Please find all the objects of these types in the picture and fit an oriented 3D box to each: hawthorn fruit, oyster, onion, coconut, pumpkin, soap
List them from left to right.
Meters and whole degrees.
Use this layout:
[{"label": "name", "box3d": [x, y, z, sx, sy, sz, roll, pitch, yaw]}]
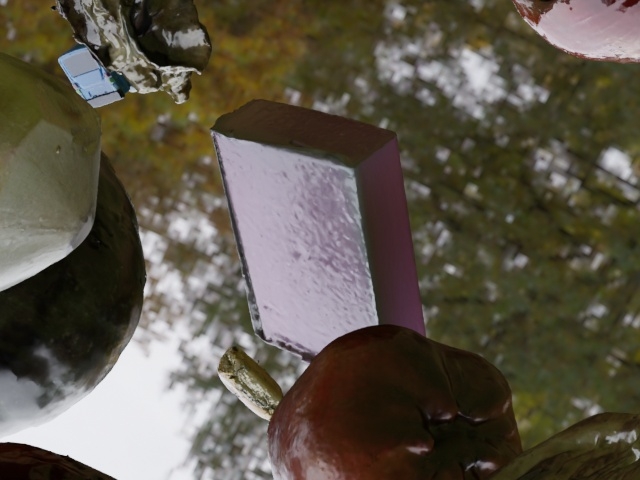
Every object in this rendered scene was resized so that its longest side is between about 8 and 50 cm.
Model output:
[{"label": "pumpkin", "box3d": [-0.433, 0.036, 1.909, 0.454, 0.454, 0.344, 35, 170, 19]}, {"label": "coconut", "box3d": [-0.306, -0.066, 1.461, 0.241, 0.241, 0.241, 22, -156, -10]}, {"label": "oyster", "box3d": [-0.197, -0.272, 1.647, 0.096, 0.361, 0.221, 16, -137, 30]}, {"label": "soap", "box3d": [0.001, -0.001, 1.517, 0.181, 0.259, 0.081, 15, -140, 36]}, {"label": "hawthorn fruit", "box3d": [0.051, 0.191, 1.410, 0.224, 0.261, 0.224, 12, -111, -34]}, {"label": "onion", "box3d": [0.415, -0.388, 1.985, 0.341, 0.341, 0.341, 22, -156, -10]}]

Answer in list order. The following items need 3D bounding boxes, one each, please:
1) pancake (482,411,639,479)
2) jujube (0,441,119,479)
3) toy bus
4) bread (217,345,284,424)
[{"label": "pancake", "box3d": [0.145, 0.175, 1.013, 0.029, 0.212, 0.235, 56, -145, -4]}, {"label": "jujube", "box3d": [-0.256, 0.311, 1.483, 0.318, 0.223, 0.223, 11, -161, 17]}, {"label": "toy bus", "box3d": [-0.268, -0.271, 2.184, 0.106, 0.090, 0.185, 58, -133, -19]}, {"label": "bread", "box3d": [-0.087, 0.188, 2.015, 0.106, 0.053, 0.072, 48, -176, -28]}]
